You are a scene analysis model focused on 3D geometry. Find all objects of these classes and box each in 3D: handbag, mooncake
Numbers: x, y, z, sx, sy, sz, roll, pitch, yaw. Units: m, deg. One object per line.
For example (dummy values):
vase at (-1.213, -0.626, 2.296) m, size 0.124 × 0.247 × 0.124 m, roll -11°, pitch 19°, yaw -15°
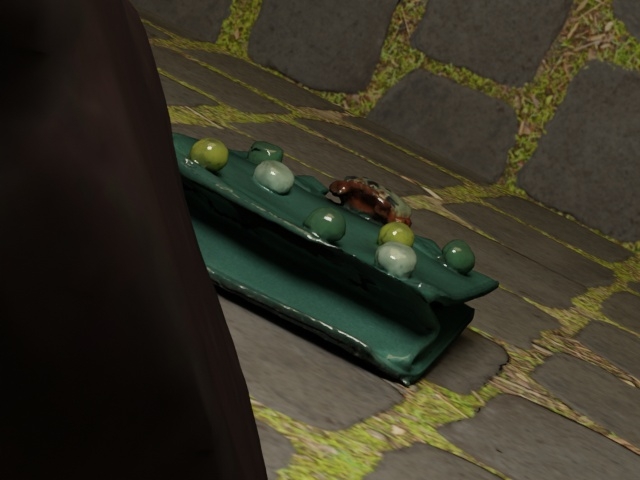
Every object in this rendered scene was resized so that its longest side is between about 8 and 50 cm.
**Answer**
handbag at (0.001, -0.004, 1.329) m, size 0.268 × 0.100 × 0.274 m, roll 26°, pitch 12°, yaw 14°
mooncake at (-0.142, -0.024, 0.495) m, size 0.212 × 0.381 × 0.350 m, roll -18°, pitch 5°, yaw -8°
